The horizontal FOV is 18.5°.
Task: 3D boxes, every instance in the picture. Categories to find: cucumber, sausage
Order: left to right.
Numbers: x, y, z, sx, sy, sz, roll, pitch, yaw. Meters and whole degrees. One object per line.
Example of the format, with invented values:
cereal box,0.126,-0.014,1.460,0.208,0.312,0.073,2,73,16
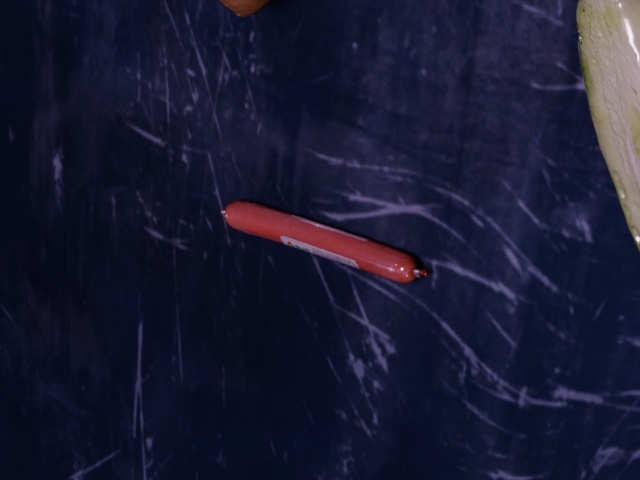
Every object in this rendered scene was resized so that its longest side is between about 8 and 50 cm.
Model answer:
sausage,0.000,0.000,1.938,0.253,0.034,0.034,18,124,34
cucumber,0.303,-0.072,1.590,0.325,0.105,0.145,66,162,-9

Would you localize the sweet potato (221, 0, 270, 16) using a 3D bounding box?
sweet potato,-0.045,-0.370,1.727,0.109,0.109,0.385,25,122,29
